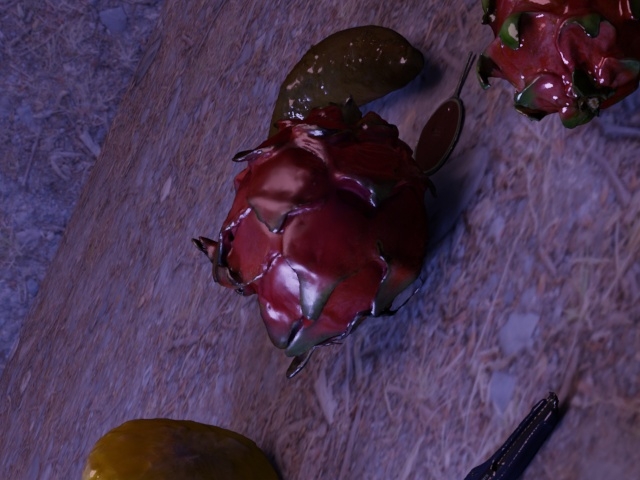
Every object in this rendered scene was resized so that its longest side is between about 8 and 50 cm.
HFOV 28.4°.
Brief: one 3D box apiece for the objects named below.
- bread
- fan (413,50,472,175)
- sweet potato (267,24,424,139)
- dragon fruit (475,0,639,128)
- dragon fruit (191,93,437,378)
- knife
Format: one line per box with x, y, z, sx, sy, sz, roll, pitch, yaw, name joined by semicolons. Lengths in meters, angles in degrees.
-0.147;0.269;1.253;0.197;0.197;0.170;-100;27;-55;bread
0.124;-0.124;1.245;0.133;0.005;0.085;-68;21;-2;fan
0.019;-0.168;1.416;0.310;0.098;0.124;-37;56;48;sweet potato
0.200;-0.181;0.972;0.137;0.135;0.236;-44;10;45;dragon fruit
0.000;0.000;1.161;0.193;0.192;0.274;20;98;61;dragon fruit
0.137;0.155;0.910;0.121;0.018;0.031;-55;26;22;knife
